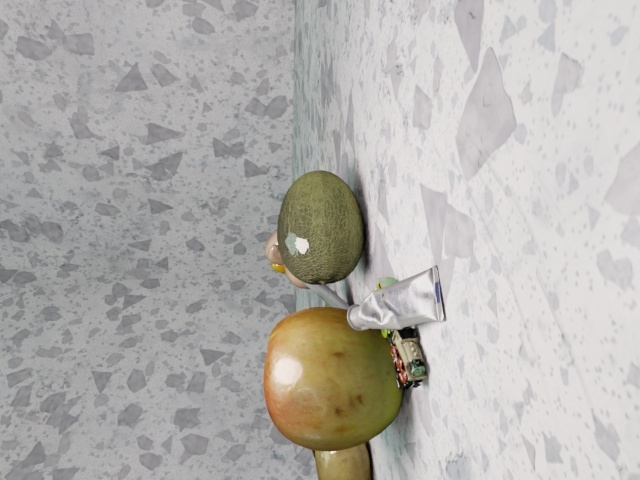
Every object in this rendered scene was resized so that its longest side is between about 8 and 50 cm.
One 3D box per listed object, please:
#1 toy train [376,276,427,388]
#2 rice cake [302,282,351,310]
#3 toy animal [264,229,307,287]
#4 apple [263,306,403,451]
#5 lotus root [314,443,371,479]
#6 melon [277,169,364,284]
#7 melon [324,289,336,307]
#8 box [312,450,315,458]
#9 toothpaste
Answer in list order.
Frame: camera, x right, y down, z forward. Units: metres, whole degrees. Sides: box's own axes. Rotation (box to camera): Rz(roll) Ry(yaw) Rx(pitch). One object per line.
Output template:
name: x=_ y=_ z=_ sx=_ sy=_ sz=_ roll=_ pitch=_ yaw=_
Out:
toy train: x=0.160 y=0.185 z=1.020 sx=0.249 sy=0.053 sz=0.085 roll=-103 pitch=18 yaw=-49
rice cake: x=0.027 y=0.186 z=1.632 sx=0.037 sy=0.198 sz=0.189 roll=-49 pitch=1 yaw=-9
toy animal: x=-0.055 y=0.064 z=2.024 sx=0.247 sy=0.277 sz=0.345 roll=52 pitch=170 yaw=21
apple: x=0.031 y=0.311 z=1.160 sx=0.338 sy=0.305 sz=0.338 roll=-7 pitch=-90 yaw=-84
lotus root: x=0.075 y=0.709 z=1.512 sx=0.183 sy=0.183 sz=0.310 roll=-160 pitch=61 yaw=-81
melon: x=0.000 y=-0.035 z=1.388 sx=0.248 sy=0.249 sz=0.329 roll=107 pitch=164 yaw=-69
melon: x=0.045 y=0.288 z=1.912 sx=0.098 sy=0.054 sz=0.182 roll=87 pitch=175 yaw=-54
box: x=0.004 y=0.590 z=2.022 sx=0.373 sy=0.138 sz=0.420 roll=-121 pitch=27 yaw=-71
toothpaste: x=0.143 y=0.125 z=0.950 sx=0.266 sy=0.061 sz=0.096 roll=-32 pitch=58 yaw=57
